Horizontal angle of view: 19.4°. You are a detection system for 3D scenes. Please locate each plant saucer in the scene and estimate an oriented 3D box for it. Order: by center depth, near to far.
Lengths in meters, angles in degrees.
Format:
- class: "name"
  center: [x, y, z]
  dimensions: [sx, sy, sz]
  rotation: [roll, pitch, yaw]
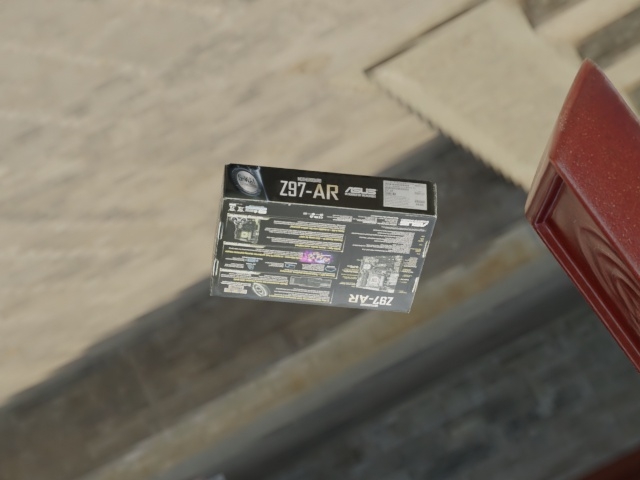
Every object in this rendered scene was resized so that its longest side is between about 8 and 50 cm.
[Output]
- class: "plant saucer"
  center: [0.199, 0.038, 1.070]
  dimensions: [0.047, 0.259, 0.258]
  rotation: [-36, 172, -3]

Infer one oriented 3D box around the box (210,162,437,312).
- class: "box"
  center: [0.000, 0.000, 0.740]
  dimensions: [0.083, 0.018, 0.067]
  rotation: [5, 143, -5]
